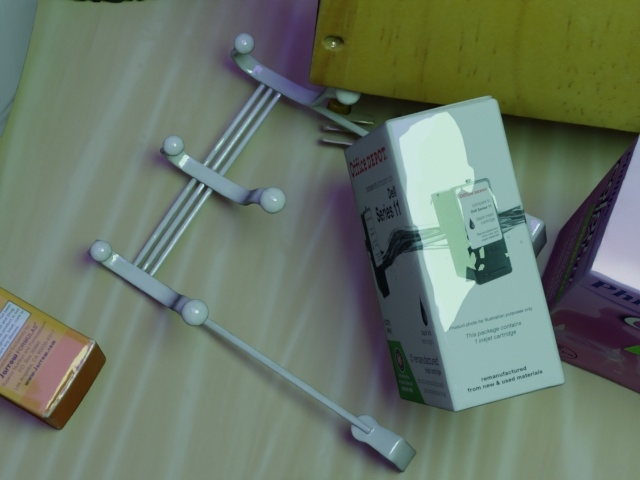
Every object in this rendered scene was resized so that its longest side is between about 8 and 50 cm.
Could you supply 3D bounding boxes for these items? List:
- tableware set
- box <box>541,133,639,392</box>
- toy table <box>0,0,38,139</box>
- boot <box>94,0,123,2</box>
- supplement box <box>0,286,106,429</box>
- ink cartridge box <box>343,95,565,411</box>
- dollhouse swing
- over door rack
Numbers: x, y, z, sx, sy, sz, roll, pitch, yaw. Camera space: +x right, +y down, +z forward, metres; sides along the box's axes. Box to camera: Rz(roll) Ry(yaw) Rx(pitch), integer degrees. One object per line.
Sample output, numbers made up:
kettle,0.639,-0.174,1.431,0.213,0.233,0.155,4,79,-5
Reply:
tableware set,0.079,-0.119,1.062,0.154,0.024,0.104,8,73,3
box,0.295,0.046,0.906,0.214,0.243,0.117,23,73,4
toy table,-0.340,-0.157,0.937,0.161,0.252,0.274,17,78,0
boot,-0.256,-0.368,1.068,0.348,0.131,0.260,3,73,-1
supplement box,-0.297,0.064,0.962,0.233,0.078,0.080,28,74,5
ink cartridge box,0.092,0.012,0.863,0.087,0.153,0.208,-13,88,-11
dollhouse swing,0.184,-0.267,0.928,0.347,0.315,0.304,8,61,-2
over door rack,0.000,0.000,0.967,0.324,0.108,0.239,33,82,7
